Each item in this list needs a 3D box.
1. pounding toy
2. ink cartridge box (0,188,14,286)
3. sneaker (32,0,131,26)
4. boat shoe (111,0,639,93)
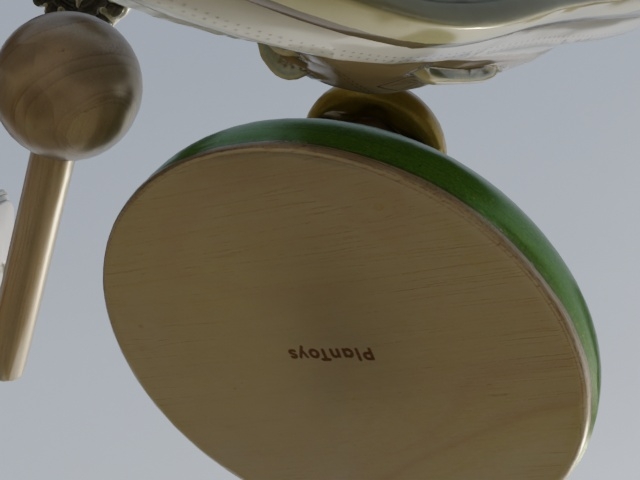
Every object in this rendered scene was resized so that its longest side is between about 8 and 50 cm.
[{"bbox_3d":[0.000,0.000,0.660,0.236,0.110,0.183,20,-45,11],"label":"pounding toy"},{"bbox_3d":[-0.365,0.035,1.433,0.219,0.092,0.160,5,-71,15],"label":"ink cartridge box"},{"bbox_3d":[-0.147,-0.176,0.880,0.063,0.073,0.162,-34,-80,26],"label":"sneaker"},{"bbox_3d":[0.019,-0.092,0.552,0.103,0.302,0.113,-30,-109,41],"label":"boat shoe"}]
